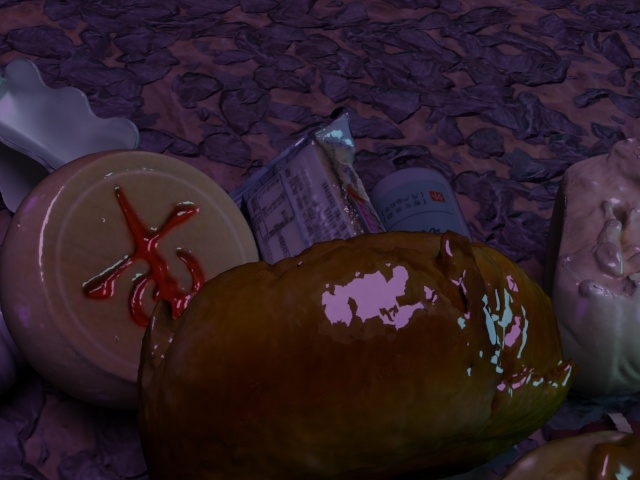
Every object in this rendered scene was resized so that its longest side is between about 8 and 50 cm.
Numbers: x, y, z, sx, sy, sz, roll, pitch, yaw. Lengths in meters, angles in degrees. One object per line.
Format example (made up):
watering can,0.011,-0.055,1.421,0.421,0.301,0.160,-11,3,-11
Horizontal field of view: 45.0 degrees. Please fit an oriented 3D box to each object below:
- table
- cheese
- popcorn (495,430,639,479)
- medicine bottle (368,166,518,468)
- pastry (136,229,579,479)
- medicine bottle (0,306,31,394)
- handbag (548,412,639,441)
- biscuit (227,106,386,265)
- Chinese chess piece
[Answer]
table,-0.323,-0.105,0.911,0.198,0.167,0.166,31,49,11
cheese,0.306,0.027,0.818,0.127,0.233,0.266,5,41,12
popcorn,0.133,0.293,0.510,0.290,0.321,0.325,-21,9,27
medicine bottle,0.132,0.073,0.822,0.110,0.110,0.352,-2,46,-10
pastry,0.017,0.112,0.593,0.355,0.356,0.164,-8,66,-16
medicine bottle,-0.330,0.103,0.730,0.105,0.105,0.168,35,51,24
handbag,0.320,0.254,0.663,0.212,0.127,0.235,-16,41,17
biscuit,0.003,-0.003,0.852,0.079,0.186,0.309,34,24,-43
Chinese chess piece,-0.173,0.035,0.738,0.250,0.097,0.251,14,67,-35
